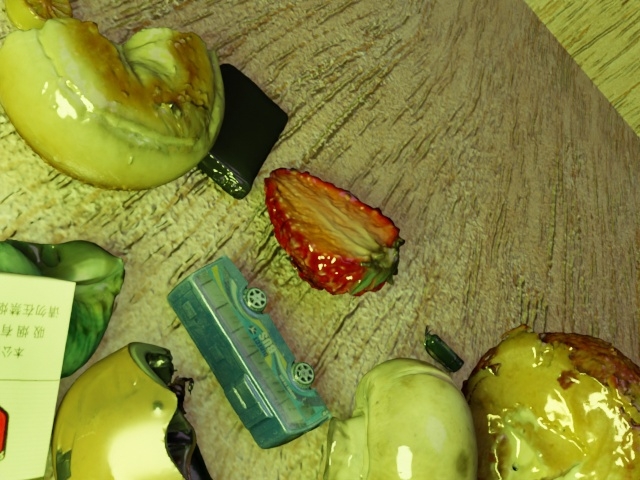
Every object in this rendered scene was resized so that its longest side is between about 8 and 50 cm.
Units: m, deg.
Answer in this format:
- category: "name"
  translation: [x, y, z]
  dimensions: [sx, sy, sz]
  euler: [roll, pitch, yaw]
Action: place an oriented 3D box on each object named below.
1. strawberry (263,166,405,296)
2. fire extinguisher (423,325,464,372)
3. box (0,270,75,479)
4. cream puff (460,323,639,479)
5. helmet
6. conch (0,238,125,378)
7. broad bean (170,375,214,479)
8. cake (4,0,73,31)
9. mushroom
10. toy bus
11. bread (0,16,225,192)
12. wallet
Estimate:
- category: "strawberry"
  translation: [0.000, 0.000, 1.354]
  dimensions: [0.190, 0.111, 0.236]
  euler: [-18, 50, -45]
- category: "fire extinguisher"
  translation: [0.187, 0.173, 1.485]
  dimensions: [0.083, 0.025, 0.038]
  euler: [46, 56, -12]
- category: "box"
  translation: [-0.285, 0.146, 0.779]
  dimensions: [0.139, 0.035, 0.245]
  euler: [12, 87, -47]
- category: "cream puff"
  translation: [0.339, 0.291, 1.309]
  dimensions: [0.228, 0.350, 0.350]
  euler: [8, 53, -57]
- category: "helmet"
  translation: [-0.172, 0.208, 0.864]
  dimensions: [0.198, 0.130, 0.224]
  euler: [-128, -156, -75]
- category: "conch"
  translation: [-0.282, 0.059, 0.912]
  dimensions: [0.188, 0.122, 0.176]
  euler: [17, 32, -47]
- category: "broad bean"
  translation: [-0.080, 0.280, 1.022]
  dimensions: [0.292, 0.049, 0.144]
  euler: [46, 30, -9]
- category: "cake"
  translation: [-0.361, -0.296, 1.213]
  dimensions: [0.084, 0.044, 0.084]
  euler: [31, 40, -30]
- category: "mushroom"
  translation: [0.098, 0.260, 1.127]
  dimensions: [0.184, 0.255, 0.255]
  euler: [10, 41, -1]
- category: "toy bus"
  translation: [-0.088, 0.137, 1.130]
  dimensions: [0.094, 0.079, 0.236]
  euler: [-27, 81, -41]
- category: "bread"
  translation: [-0.229, -0.147, 1.124]
  dimensions: [0.314, 0.171, 0.192]
  euler: [-22, 80, -56]
- category: "wallet"
  translation: [-0.132, -0.166, 1.385]
  dimensions: [0.149, 0.044, 0.250]
  euler: [41, 35, -12]
